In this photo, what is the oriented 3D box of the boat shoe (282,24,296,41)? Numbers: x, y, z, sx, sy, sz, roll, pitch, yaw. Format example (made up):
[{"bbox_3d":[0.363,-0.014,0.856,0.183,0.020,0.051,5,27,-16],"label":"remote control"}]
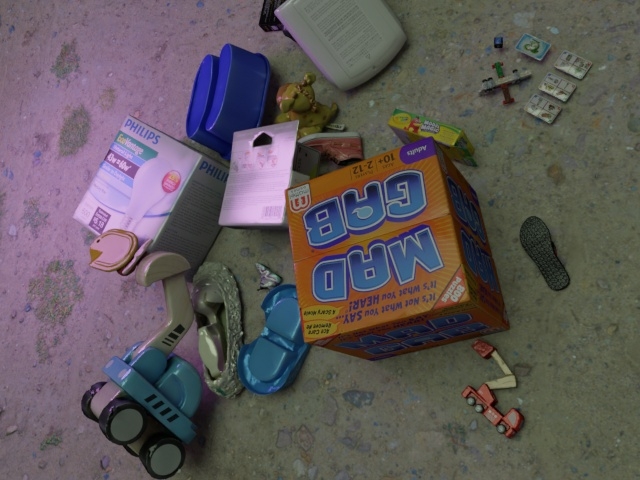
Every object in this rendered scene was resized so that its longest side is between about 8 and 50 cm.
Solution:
[{"bbox_3d":[-0.009,-0.728,1.963,0.091,0.114,0.302,32,82,38],"label":"boat shoe"}]

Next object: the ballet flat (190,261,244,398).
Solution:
[{"bbox_3d":[-0.289,0.226,1.812,0.147,0.147,0.409,-25,64,19],"label":"ballet flat"}]

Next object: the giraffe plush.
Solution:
[{"bbox_3d":[-0.057,-0.365,1.825,0.210,0.170,0.181,-4,58,25],"label":"giraffe plush"}]

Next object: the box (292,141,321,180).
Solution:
[{"bbox_3d":[-0.131,-0.156,1.807,0.290,0.087,0.169,-8,71,50],"label":"box"}]

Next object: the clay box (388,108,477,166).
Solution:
[{"bbox_3d":[0.291,-0.255,1.653,0.222,0.127,0.053,24,86,31],"label":"clay box"}]

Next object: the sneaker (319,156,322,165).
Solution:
[{"bbox_3d":[-0.048,-0.204,1.853,0.061,0.065,0.158,20,85,31],"label":"sneaker"}]

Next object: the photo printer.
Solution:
[{"bbox_3d":[0.067,-0.583,1.798,0.256,0.307,0.107,-38,18,12],"label":"photo printer"}]

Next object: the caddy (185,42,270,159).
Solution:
[{"bbox_3d":[-0.260,-0.413,1.968,0.241,0.179,0.341,-5,72,50],"label":"caddy"}]

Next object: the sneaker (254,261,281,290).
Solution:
[{"bbox_3d":[-0.161,0.108,1.833,0.098,0.038,0.069,34,91,32],"label":"sneaker"}]

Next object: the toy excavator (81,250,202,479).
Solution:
[{"bbox_3d":[-0.421,0.310,1.722,0.445,0.433,0.222,-49,27,-22],"label":"toy excavator"}]

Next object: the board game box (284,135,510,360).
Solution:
[{"bbox_3d":[0.175,0.044,1.488,0.356,0.356,0.356,-18,67,23],"label":"board game box"}]

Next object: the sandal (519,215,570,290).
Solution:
[{"bbox_3d":[0.510,0.030,1.508,0.067,0.040,0.179,-28,78,24],"label":"sandal"}]

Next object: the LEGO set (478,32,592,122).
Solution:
[{"bbox_3d":[0.514,-0.410,1.642,0.244,0.060,0.182,34,89,22],"label":"LEGO set"}]

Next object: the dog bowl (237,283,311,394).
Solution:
[{"bbox_3d":[-0.103,0.263,1.735,0.166,0.074,0.297,23,86,31],"label":"dog bowl"}]

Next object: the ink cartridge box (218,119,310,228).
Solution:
[{"bbox_3d":[-0.141,-0.159,1.695,0.296,0.066,0.261,2,81,50],"label":"ink cartridge box"}]

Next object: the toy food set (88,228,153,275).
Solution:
[{"bbox_3d":[-0.528,0.044,1.766,0.218,0.071,0.128,12,63,37],"label":"toy food set"}]

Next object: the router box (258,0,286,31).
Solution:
[{"bbox_3d":[-0.113,-0.747,2.064,0.133,0.046,0.179,5,78,28],"label":"router box"}]

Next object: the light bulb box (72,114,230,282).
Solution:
[{"bbox_3d":[-0.478,-0.126,1.963,0.358,0.225,0.361,29,91,31],"label":"light bulb box"}]

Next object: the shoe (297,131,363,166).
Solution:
[{"bbox_3d":[0.029,-0.244,1.796,0.178,0.063,0.081,-6,72,-7],"label":"shoe"}]

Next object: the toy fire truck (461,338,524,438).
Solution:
[{"bbox_3d":[0.390,0.328,1.470,0.192,0.047,0.135,42,95,30],"label":"toy fire truck"}]
